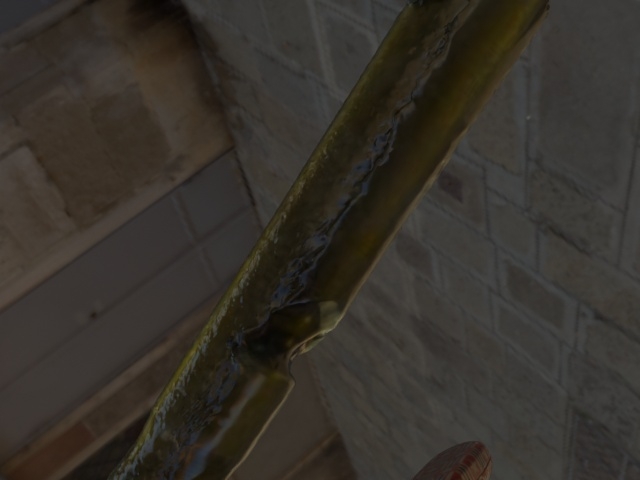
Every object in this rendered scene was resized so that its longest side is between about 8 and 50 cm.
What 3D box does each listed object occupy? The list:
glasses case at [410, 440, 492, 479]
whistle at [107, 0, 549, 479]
[{"bbox_3d":[0.122,0.248,0.842,0.194,0.073,0.049,-14,-103,-63],"label":"glasses case"},{"bbox_3d":[-0.001,0.000,0.435,0.068,0.326,0.057,35,-176,41],"label":"whistle"}]
